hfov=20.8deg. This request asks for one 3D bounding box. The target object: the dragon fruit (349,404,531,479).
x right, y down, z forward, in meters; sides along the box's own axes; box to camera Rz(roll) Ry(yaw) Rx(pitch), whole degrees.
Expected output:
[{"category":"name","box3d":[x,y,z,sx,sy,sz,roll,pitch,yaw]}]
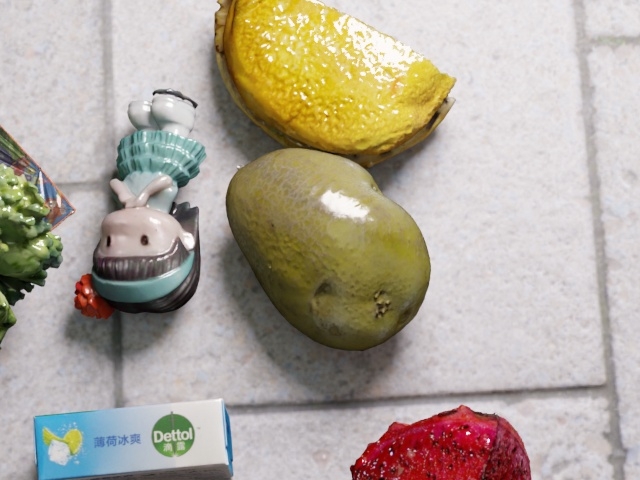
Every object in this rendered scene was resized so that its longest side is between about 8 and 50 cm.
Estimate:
[{"category":"dragon fruit","box3d":[0.124,0.303,1.794,0.189,0.163,0.262,23,80,-24]}]

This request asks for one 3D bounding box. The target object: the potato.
[{"category":"potato","box3d":[0.000,0.000,1.846,0.251,0.159,0.174,45,97,14]}]

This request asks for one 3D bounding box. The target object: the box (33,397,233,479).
[{"category":"box","box3d":[-0.191,0.214,1.809,0.194,0.139,0.073,-5,77,-2]}]

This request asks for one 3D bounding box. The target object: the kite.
[{"category":"kite","box3d":[-0.350,-0.042,1.932,0.159,0.010,0.190,4,77,1]}]

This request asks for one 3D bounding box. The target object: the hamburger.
[{"category":"hamburger","box3d":[-0.004,-0.170,1.897,0.283,0.144,0.157,27,89,6]}]

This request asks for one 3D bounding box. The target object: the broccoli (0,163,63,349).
[{"category":"broccoli","box3d":[-0.446,-0.008,1.801,0.277,0.317,0.338,-45,113,-7]}]

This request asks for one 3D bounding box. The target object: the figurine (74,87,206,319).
[{"category":"figurine","box3d":[-0.187,-0.034,1.886,0.138,0.110,0.246,-7,69,39]}]
